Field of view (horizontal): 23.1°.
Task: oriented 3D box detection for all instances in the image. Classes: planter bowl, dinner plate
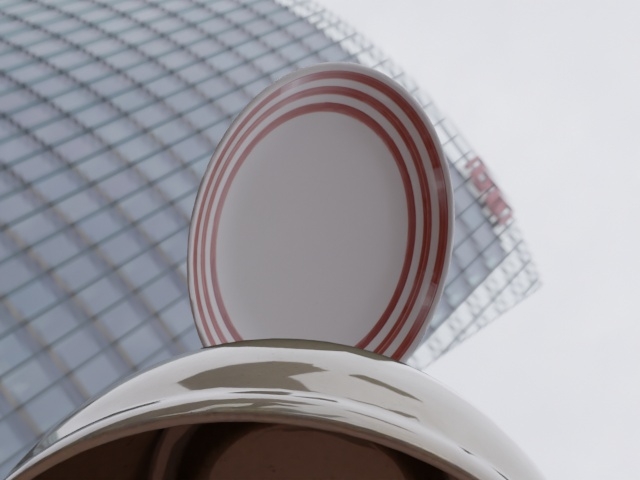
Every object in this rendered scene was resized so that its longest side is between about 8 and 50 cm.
[{"bbox_3d":[-0.008,0.090,0.387,0.162,0.109,0.162,2,-69,4],"label":"planter bowl"},{"bbox_3d":[0.000,0.000,0.618,0.017,0.141,0.141,10,-67,47],"label":"dinner plate"}]
